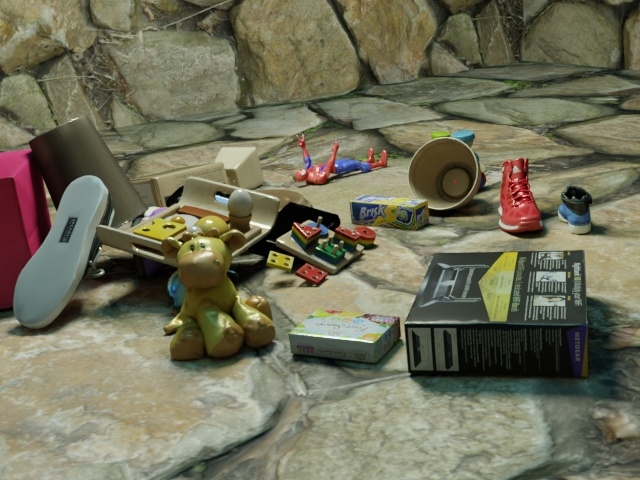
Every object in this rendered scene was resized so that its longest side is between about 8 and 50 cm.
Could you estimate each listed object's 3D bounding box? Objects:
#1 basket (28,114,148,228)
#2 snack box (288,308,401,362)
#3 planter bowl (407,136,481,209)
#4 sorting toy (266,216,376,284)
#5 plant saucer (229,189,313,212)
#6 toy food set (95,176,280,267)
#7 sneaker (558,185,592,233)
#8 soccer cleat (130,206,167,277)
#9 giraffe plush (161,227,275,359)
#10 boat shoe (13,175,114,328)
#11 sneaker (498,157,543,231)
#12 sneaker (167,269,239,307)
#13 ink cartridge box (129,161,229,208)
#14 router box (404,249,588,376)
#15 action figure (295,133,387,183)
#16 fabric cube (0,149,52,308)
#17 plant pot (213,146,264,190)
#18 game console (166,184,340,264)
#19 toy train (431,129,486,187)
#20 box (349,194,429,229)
[{"bbox_3d":[-0.474,-0.123,1.818,0.154,0.226,0.204,-21,12,26],"label":"basket"},{"bbox_3d":[0.037,0.142,1.360,0.141,0.037,0.100,3,20,27],"label":"snack box"},{"bbox_3d":[0.289,-0.139,2.030,0.162,0.162,0.109,3,-7,27],"label":"planter bowl"},{"bbox_3d":[0.000,0.000,1.741,0.132,0.046,0.274,27,29,19],"label":"sorting toy"},{"bbox_3d":[-0.154,-0.071,2.126,0.278,0.041,0.278,-5,18,2],"label":"plant saucer"},{"bbox_3d":[-0.241,-0.042,1.704,0.220,0.092,0.306,15,26,21],"label":"toy food set"},{"bbox_3d":[0.509,-0.074,1.819,0.058,0.084,0.152,-4,17,9],"label":"sneaker"},{"bbox_3d":[-0.318,-0.006,1.864,0.117,0.108,0.318,-2,14,-2],"label":"soccer cleat"},{"bbox_3d":[-0.173,0.072,1.435,0.181,0.170,0.210,-13,18,-21],"label":"giraffe plush"},{"bbox_3d":[-0.456,0.033,1.651,0.113,0.105,0.306,2,60,15],"label":"boat shoe"},{"bbox_3d":[0.400,-0.098,1.861,0.087,0.128,0.221,-7,16,0],"label":"sneaker"},{"bbox_3d":[-0.208,0.078,1.617,0.073,0.063,0.162,10,23,34],"label":"sneaker"},{"bbox_3d":[-0.367,-0.130,2.250,0.193,0.088,0.235,-18,11,-33],"label":"ink cartridge box"},{"bbox_3d":[0.269,0.099,1.343,0.243,0.081,0.309,-1,18,16],"label":"router box"},{"bbox_3d":[0.043,-0.232,2.429,0.280,0.139,0.091,-20,21,-32],"label":"action figure"},{"bbox_3d":[-0.666,-0.014,1.748,0.254,0.259,0.258,-8,19,-8],"label":"fabric cube"},{"bbox_3d":[-0.226,-0.178,2.403,0.109,0.109,0.096,2,31,25],"label":"plant pot"},{"bbox_3d":[-0.150,-0.043,1.876,0.361,0.044,0.213,15,26,14],"label":"game console"},{"bbox_3d":[0.290,-0.202,2.215,0.105,0.143,0.248,-16,20,-31],"label":"toy train"},{"bbox_3d":[0.147,-0.062,1.962,0.169,0.054,0.059,6,21,37],"label":"box"}]
